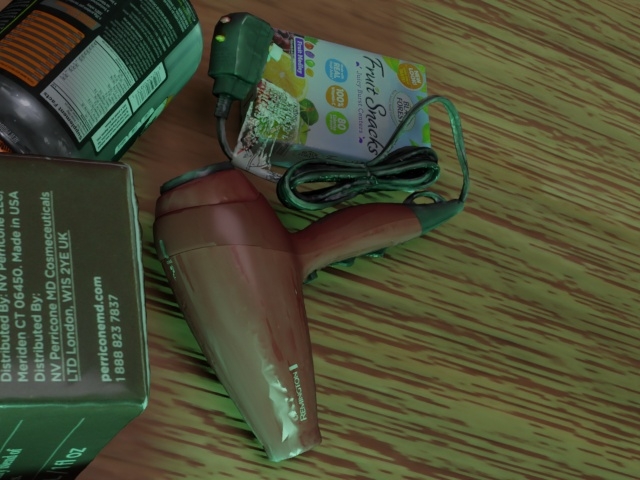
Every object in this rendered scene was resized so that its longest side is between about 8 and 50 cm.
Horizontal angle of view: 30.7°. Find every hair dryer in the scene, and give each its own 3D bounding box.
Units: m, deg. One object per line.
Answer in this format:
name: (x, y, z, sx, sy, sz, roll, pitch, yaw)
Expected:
hair dryer: (0.000, 0.000, 0.770, 0.224, 0.080, 0.293, 22, 70, -18)

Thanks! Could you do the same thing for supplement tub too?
supplement tub: (-0.167, -0.092, 0.729, 0.117, 0.117, 0.190, 38, 54, -5)

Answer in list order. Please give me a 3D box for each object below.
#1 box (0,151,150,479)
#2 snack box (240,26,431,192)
box: (-0.290, 0.046, 0.545, 0.382, 0.191, 0.143, 5, 63, -25)
snack box: (0.012, -0.098, 0.874, 0.141, 0.037, 0.100, 11, 61, -22)
